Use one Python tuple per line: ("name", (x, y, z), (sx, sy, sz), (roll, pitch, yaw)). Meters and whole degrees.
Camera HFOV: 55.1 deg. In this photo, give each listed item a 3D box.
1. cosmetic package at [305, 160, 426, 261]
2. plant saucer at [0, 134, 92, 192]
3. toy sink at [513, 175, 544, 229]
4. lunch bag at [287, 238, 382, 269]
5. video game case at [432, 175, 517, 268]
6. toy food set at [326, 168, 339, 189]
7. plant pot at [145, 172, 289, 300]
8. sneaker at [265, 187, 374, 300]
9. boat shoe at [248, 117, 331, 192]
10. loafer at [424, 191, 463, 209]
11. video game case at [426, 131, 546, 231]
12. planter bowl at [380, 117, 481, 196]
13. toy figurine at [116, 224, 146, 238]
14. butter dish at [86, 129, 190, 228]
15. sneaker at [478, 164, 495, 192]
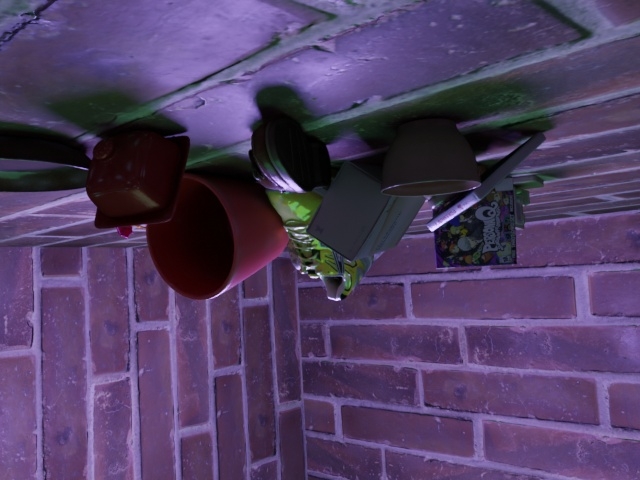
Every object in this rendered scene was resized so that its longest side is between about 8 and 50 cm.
("cosmetic package", (0.107, -0.063, 1.238), (0.113, 0.160, 0.309), (35, -163, 15))
("plant saucer", (-0.530, -0.127, 1.036), (0.311, 0.050, 0.310), (-4, 176, 0))
("toy sink", (0.494, -0.093, 1.702), (0.234, 0.131, 0.153), (-6, 176, 28))
("lunch bag", (0.071, -0.040, 1.711), (0.256, 0.212, 0.305), (-21, 168, 27))
("video game case", (0.401, -0.045, 1.608), (0.211, 0.231, 0.042), (-3, -169, 11))
("toy food set", (-0.013, -0.141, 1.378), (0.192, 0.038, 0.132), (0, 172, 39))
("plant pot", (-0.214, -0.025, 1.394), (0.275, 0.274, 0.243), (-6, -174, 35))
("sneaker", (0.000, 0.000, 1.405), (0.145, 0.147, 0.384), (1, 146, 41))
("boat shoe", (-0.065, -0.123, 1.006), (0.105, 0.110, 0.307), (-5, 175, 14))
("loafer", (0.247, -0.135, 1.236), (0.102, 0.092, 0.268), (-30, -176, 17))
("video game case", (0.305, -0.106, 1.142), (0.201, 0.023, 0.183), (-39, 178, -24))
("planter bowl", (0.176, -0.137, 1.004), (0.162, 0.109, 0.162), (-4, 176, 0))
("toy figurine", (-0.527, -0.050, 1.821), (0.159, 0.130, 0.173), (8, 150, -20))
("butter dish", (-0.300, -0.112, 0.942), (0.160, 0.160, 0.118), (-4, 152, 22))
("sneaker", (0.363, -0.134, 1.463), (0.084, 0.069, 0.185), (-11, 172, 25))
